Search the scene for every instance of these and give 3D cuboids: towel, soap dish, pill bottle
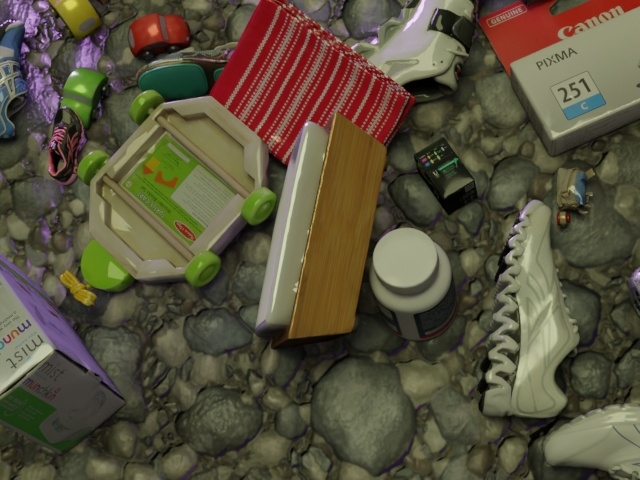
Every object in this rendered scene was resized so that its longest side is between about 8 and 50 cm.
[{"bbox_3d":[-0.021,-0.201,1.681,0.275,0.031,0.198,38,110,15],"label":"towel"},{"bbox_3d":[0.000,0.000,1.533,0.118,0.229,0.290,13,80,-5],"label":"soap dish"},{"bbox_3d":[0.120,0.055,1.525,0.108,0.180,0.107,-4,67,9],"label":"pill bottle"}]

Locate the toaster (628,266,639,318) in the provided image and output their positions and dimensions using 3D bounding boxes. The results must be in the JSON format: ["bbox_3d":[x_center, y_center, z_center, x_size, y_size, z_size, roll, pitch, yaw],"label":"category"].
[{"bbox_3d":[0.487,0.085,1.474,0.146,0.129,0.227,-25,67,2],"label":"toaster"}]

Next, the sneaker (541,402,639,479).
[{"bbox_3d":[0.421,0.263,1.425,0.297,0.111,0.129,-4,73,10],"label":"sneaker"}]

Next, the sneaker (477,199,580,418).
[{"bbox_3d":[0.281,0.092,1.530,0.118,0.110,0.292,9,77,6],"label":"sneaker"}]

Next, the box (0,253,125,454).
[{"bbox_3d":[-0.401,0.136,1.544,0.127,0.262,0.231,-39,67,-6],"label":"box"}]

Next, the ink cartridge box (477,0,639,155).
[{"bbox_3d":[0.409,-0.293,1.683,0.296,0.066,0.261,-24,66,0],"label":"ink cartridge box"}]

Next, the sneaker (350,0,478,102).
[{"bbox_3d":[0.175,-0.286,1.699,0.330,0.122,0.146,-45,68,2],"label":"sneaker"}]

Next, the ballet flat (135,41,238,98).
[{"bbox_3d":[-0.168,-0.265,1.781,0.222,0.077,0.079,-6,48,3],"label":"ballet flat"}]

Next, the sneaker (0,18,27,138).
[{"bbox_3d":[-0.495,-0.249,1.837,0.081,0.080,0.211,14,70,-7],"label":"sneaker"}]

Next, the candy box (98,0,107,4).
[{"bbox_3d":[-0.316,-0.481,1.873,0.053,0.109,0.186,37,79,22],"label":"candy box"}]

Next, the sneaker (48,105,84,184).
[{"bbox_3d":[-0.388,-0.145,1.758,0.047,0.057,0.119,-1,85,14],"label":"sneaker"}]

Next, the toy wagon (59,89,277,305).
[{"bbox_3d":[-0.234,-0.046,1.684,0.267,0.068,0.344,41,90,23],"label":"toy wagon"}]

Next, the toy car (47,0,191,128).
[{"bbox_3d":[-0.343,-0.281,1.808,0.239,0.053,0.225,19,78,5],"label":"toy car"}]

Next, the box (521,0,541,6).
[{"bbox_3d":[0.375,-0.581,1.788,0.318,0.097,0.394,-23,63,-2],"label":"box"}]

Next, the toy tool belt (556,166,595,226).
[{"bbox_3d":[0.350,-0.060,1.603,0.051,0.052,0.083,-2,67,19],"label":"toy tool belt"}]

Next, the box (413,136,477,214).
[{"bbox_3d":[0.175,-0.091,1.641,0.052,0.062,0.083,-32,65,-2],"label":"box"}]
